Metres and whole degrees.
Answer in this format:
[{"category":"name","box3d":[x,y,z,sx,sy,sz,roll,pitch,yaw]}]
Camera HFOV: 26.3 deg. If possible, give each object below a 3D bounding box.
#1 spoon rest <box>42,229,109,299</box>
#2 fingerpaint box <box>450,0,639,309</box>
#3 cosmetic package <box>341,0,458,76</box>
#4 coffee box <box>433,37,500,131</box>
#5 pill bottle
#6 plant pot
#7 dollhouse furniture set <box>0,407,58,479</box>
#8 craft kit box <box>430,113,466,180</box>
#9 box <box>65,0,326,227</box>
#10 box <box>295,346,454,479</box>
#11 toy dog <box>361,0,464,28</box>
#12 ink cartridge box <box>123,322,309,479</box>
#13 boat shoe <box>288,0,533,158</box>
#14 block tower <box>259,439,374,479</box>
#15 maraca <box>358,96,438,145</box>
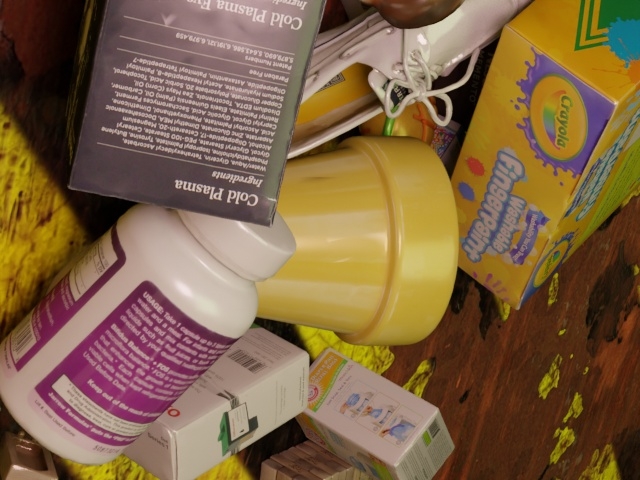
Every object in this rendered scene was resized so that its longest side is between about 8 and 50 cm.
[{"category":"spoon rest","box3d":[-0.201,0.018,1.492,0.276,0.137,0.084,-45,125,-6]},{"category":"fingerpaint box","box3d":[0.341,-0.177,1.702,0.371,0.163,0.444,-42,162,-27]},{"category":"cosmetic package","box3d":[0.181,-0.404,1.683,0.365,0.155,0.197,-49,139,-19]},{"category":"coffee box","box3d":[0.299,-0.256,1.954,0.297,0.119,0.168,-19,126,-46]},{"category":"pill bottle","box3d":[-0.169,0.068,1.358,0.301,0.169,0.169,-44,148,15]},{"category":"plant pot","box3d":[0.000,0.000,1.618,0.239,0.254,0.254,0,113,-23]},{"category":"dollhouse furniture set","box3d":[-0.327,0.172,1.395,0.151,0.144,0.123,22,93,-19]},{"category":"craft kit box","box3d":[0.136,-0.019,1.915,0.246,0.061,0.250,-58,155,-12]},{"category":"box","box3d":[-0.114,-0.219,1.231,0.179,0.343,0.312,10,106,-13]},{"category":"box","box3d":[0.068,0.253,1.900,0.103,0.203,0.114,-49,144,-19]},{"category":"toy dog","box3d":[0.145,-0.394,1.339,0.408,0.284,0.395,-49,180,44]},{"category":"ink cartridge box","box3d":[-0.145,0.179,1.619,0.219,0.160,0.092,-27,131,-40]},{"category":"boat shoe","box3d":[0.080,-0.188,1.519,0.367,0.156,0.136,-23,136,13]},{"category":"block tower","box3d":[0.044,0.331,2.018,0.335,0.091,0.097,-19,125,-46]},{"category":"maraca","box3d":[0.107,-0.170,1.787,0.127,0.099,0.185,95,14,-52]}]
